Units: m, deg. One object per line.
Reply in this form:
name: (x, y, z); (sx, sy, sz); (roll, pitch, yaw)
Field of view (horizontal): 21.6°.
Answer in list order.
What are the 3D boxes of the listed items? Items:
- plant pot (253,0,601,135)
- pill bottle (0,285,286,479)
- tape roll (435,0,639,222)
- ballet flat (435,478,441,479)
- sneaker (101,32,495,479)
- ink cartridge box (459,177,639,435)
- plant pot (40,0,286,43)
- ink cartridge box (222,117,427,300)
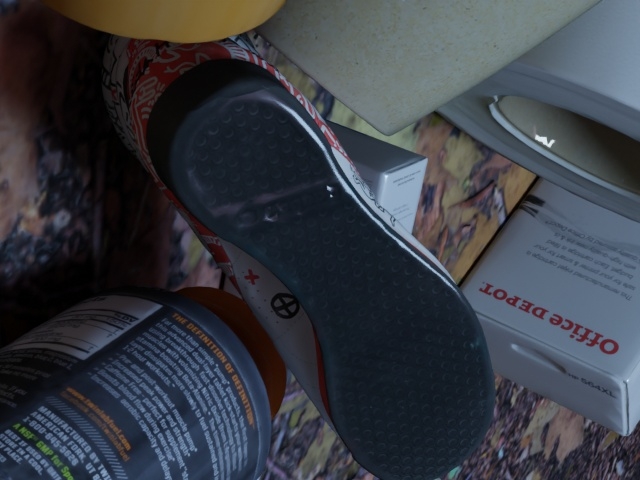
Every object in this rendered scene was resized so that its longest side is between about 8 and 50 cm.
plant pot: (0.071, -0.193, 0.797); (0.274, 0.256, 0.256); (-51, 152, 6)
pill bottle: (-0.106, 0.100, 0.776); (0.245, 0.130, 0.130); (-35, 140, -58)
tape roll: (0.187, -0.091, 0.994); (0.100, 0.286, 0.286); (-63, 152, -5)
ballet flat: (0.034, 0.237, 1.235); (0.052, 0.057, 0.168); (40, 70, -32)
sneaker: (-0.010, -0.004, 0.823); (0.090, 0.145, 0.270); (-37, 126, -1)
ink cartridge box: (0.215, 0.024, 1.267); (0.203, 0.148, 0.086); (-51, 150, -24)
plant pot: (-0.051, -0.185, 0.630); (0.205, 0.205, 0.188); (-37, 156, -42)
ink cartridge box: (0.000, 0.000, 0.944); (0.052, 0.088, 0.122); (-23, 130, -56)
